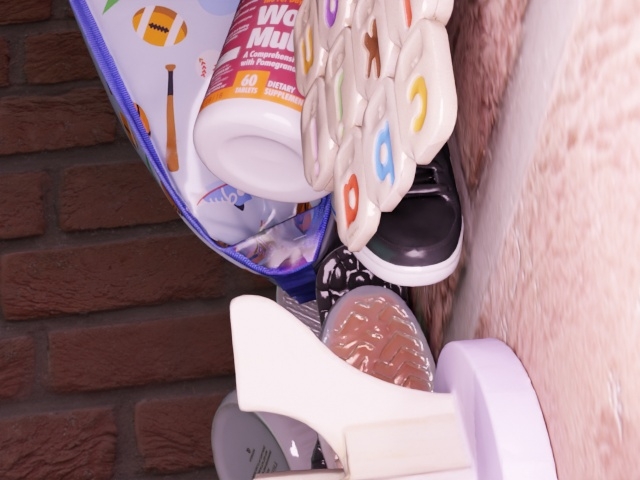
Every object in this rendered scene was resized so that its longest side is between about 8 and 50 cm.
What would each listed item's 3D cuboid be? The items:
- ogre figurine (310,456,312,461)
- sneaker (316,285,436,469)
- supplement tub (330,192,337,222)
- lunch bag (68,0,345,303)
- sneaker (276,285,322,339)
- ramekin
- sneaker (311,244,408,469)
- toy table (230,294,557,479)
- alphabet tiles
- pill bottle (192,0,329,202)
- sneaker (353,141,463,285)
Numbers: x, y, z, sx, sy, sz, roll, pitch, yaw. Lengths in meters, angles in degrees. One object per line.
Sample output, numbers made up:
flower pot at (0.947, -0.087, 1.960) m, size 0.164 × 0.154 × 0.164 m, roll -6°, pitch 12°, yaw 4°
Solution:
ogre figurine at (0.042, 0.270, 1.496) m, size 0.118 × 0.096 × 0.197 m, roll -176°, pitch 68°, yaw -75°
sneaker at (0.048, 0.190, 1.058) m, size 0.121 × 0.108 × 0.302 m, roll 152°, pitch 111°, yaw -82°
supplement tub at (0.042, -0.061, 1.055) m, size 0.107 × 0.071 × 0.071 m, roll 87°, pitch 176°, yaw -47°
lunch bag at (-0.077, -0.128, 1.273) m, size 0.328 × 0.238 × 0.386 m, roll 56°, pitch -169°, yaw -81°
sneaker at (0.000, 0.000, 1.516) m, size 0.127 × 0.126 × 0.321 m, roll -54°, pitch -46°, yaw -78°
ramekin at (-0.047, 0.308, 1.771) m, size 0.273 × 0.127 × 0.273 m, roll 26°, pitch 125°, yaw 46°
sneaker at (0.052, 0.143, 1.182) m, size 0.124 × 0.107 × 0.283 m, roll -5°, pitch -84°, yaw -84°
toy table at (0.035, 0.150, 0.743) m, size 0.274 × 0.160 × 0.252 m, roll 89°, pitch 174°, yaw -71°
alphabet tiles at (0.034, -0.149, 0.739) m, size 0.284 × 0.021 × 0.278 m, roll 125°, pitch 144°, yaw -59°
pill bottle at (-0.014, -0.150, 0.984) m, size 0.121 × 0.121 × 0.221 m, roll 89°, pitch -165°, yaw -61°
sneaker at (0.046, -0.079, 0.822) m, size 0.217 × 0.079 × 0.121 m, roll -97°, pitch 1°, yaw -51°
